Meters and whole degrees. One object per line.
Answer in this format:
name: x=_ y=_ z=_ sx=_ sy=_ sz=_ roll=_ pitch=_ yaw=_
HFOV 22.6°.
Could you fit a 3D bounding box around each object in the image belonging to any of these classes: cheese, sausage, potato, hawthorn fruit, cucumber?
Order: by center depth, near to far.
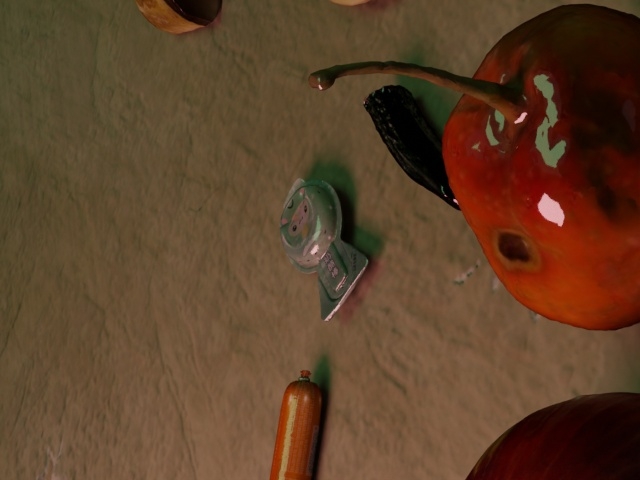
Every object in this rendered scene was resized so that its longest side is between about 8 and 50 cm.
hawthorn fruit: x=0.100 y=-0.061 z=0.807 sx=0.165 sy=0.285 sz=0.165 roll=-25 pitch=52 yaw=38
cucumber: x=0.064 y=-0.062 z=1.080 sx=0.034 sy=0.033 sz=0.135 roll=-57 pitch=38 yaw=29
sausage: x=-0.018 y=0.144 z=1.124 sx=0.031 sy=0.031 sz=0.107 roll=-5 pitch=73 yaw=54
cheese: x=0.000 y=0.000 z=1.155 sx=0.067 sy=0.026 sz=0.121 roll=-58 pitch=38 yaw=25
potato: x=-0.137 y=-0.227 z=1.404 sx=0.103 sy=0.066 sz=0.096 roll=-20 pitch=58 yaw=53

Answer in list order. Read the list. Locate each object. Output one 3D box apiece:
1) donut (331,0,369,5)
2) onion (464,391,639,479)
donut: x=0.028 y=-0.258 z=1.175 sx=0.174 sy=0.068 sz=0.175 roll=-24 pitch=60 yaw=50
onion: x=0.138 y=0.199 z=0.784 sx=0.248 sy=0.161 sz=0.248 roll=-5 pitch=82 yaw=34
